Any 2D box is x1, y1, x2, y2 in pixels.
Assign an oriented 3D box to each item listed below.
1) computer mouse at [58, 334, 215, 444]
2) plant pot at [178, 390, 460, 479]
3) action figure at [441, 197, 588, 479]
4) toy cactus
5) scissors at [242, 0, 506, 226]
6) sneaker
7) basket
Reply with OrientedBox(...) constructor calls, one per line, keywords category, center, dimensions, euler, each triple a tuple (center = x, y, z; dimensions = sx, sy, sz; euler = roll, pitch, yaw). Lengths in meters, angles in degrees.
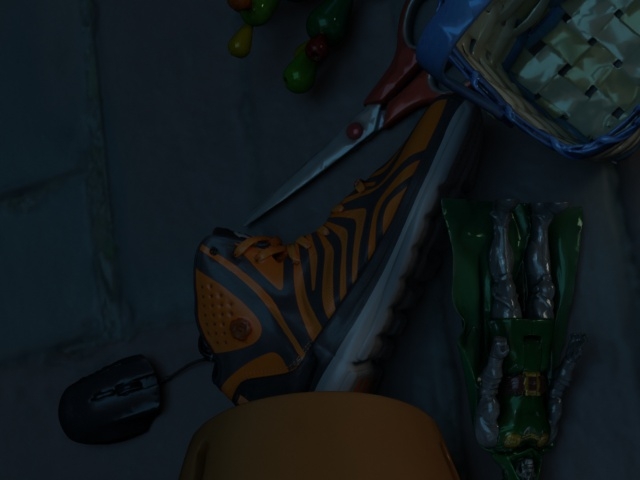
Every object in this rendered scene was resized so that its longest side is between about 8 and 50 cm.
OrientedBox(category="computer mouse", center=(-0.142, 0.123, 1.181), dimensions=(0.242, 0.041, 0.071), euler=(-27, 69, 17))
OrientedBox(category="plant pot", center=(-0.001, 0.244, 0.975), dimensions=(0.291, 0.291, 0.203), euler=(-18, 56, 21))
OrientedBox(category="action figure", center=(0.158, 0.084, 1.019), dimensions=(0.063, 0.137, 0.232), euler=(177, 94, -66))
OrientedBox(category="toy cactus", center=(-0.002, -0.247, 1.166), dimensions=(0.181, 0.112, 0.219), euler=(-10, 65, 12))
OrientedBox(category="scissors", center=(0.050, -0.102, 1.146), dimensions=(0.109, 0.021, 0.297), euler=(41, 96, 24))
OrientedBox(category="sneaker", center=(0.000, 0.000, 1.079), dimensions=(0.180, 0.124, 0.321), euler=(28, 89, 19))
OrientedBox(category="basket", center=(0.195, -0.183, 0.944), dimensions=(0.255, 0.289, 0.201), euler=(-48, 70, 6))
